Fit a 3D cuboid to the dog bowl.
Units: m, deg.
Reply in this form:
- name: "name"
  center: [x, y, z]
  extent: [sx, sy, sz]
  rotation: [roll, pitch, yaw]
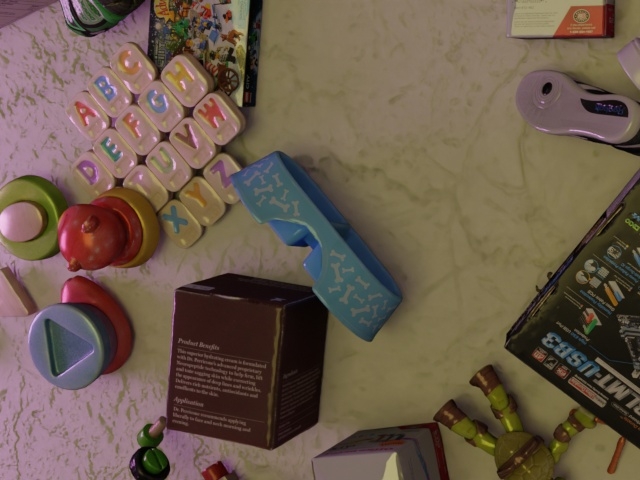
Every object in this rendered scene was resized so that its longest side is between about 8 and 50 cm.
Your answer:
- name: "dog bowl"
  center: [0.000, 0.000, 1.895]
  extent: [0.074, 0.166, 0.297]
  rotation: [-41, 80, 10]

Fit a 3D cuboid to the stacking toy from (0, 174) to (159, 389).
- name: "stacking toy"
  center: [-0.403, 0.056, 2.061]
  extent: [0.280, 0.130, 0.308]
  rotation: [19, 109, 20]

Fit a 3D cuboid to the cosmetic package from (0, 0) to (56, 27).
- name: "cosmetic package"
  center: [-0.564, -0.355, 2.085]
  extent: [0.310, 0.160, 0.113]
  rotation: [-21, 87, 22]

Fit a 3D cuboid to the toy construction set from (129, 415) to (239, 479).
- name: "toy construction set"
  center: [-0.207, 0.472, 2.030]
  extent: [0.309, 0.257, 0.237]
  rotation: [36, 128, -8]

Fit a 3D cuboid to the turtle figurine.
- name: "turtle figurine"
  center: [0.251, 0.287, 1.857]
  extent: [0.217, 0.087, 0.269]
  rotation: [46, 110, 12]

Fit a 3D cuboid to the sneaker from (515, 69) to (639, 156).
- name: "sneaker"
  center: [0.353, -0.151, 1.775]
  extent: [0.217, 0.121, 0.079]
  rotation: [30, 101, 52]

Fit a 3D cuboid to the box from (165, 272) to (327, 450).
- name: "box"
  center: [-0.100, 0.164, 1.945]
  extent: [0.169, 0.167, 0.203]
  rotation: [9, 99, 22]

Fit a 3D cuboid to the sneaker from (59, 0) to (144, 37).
- name: "sneaker"
  center: [-0.383, -0.450, 2.015]
  extent: [0.146, 0.134, 0.343]
  rotation: [-34, 76, 37]

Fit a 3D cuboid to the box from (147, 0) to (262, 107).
- name: "box"
  center: [-0.164, -0.311, 1.985]
  extent: [0.159, 0.044, 0.233]
  rotation: [7, 99, 22]

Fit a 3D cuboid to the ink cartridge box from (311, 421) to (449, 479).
- name: "ink cartridge box"
  center: [0.084, 0.329, 1.882]
  extent: [0.128, 0.176, 0.127]
  rotation: [-9, 93, 23]

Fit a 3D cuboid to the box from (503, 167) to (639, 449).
- name: "box"
  center: [0.432, 0.104, 1.743]
  extent: [0.295, 0.073, 0.293]
  rotation: [36, 109, 3]

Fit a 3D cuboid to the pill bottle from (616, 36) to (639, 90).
- name: "pill bottle"
  center: [0.472, -0.260, 1.686]
  extent: [0.221, 0.124, 0.124]
  rotation: [-38, 81, 22]

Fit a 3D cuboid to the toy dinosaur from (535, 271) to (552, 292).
- name: "toy dinosaur"
  center: [0.348, 0.076, 1.823]
  extent: [0.183, 0.053, 0.092]
  rotation: [-7, 106, 17]

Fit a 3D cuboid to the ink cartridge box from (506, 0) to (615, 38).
- name: "ink cartridge box"
  center: [0.306, -0.344, 1.772]
  extent: [0.128, 0.072, 0.175]
  rotation: [3, 97, 23]

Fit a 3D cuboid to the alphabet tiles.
- name: "alphabet tiles"
  center: [-0.237, -0.134, 2.017]
  extent: [0.284, 0.021, 0.278]
  rotation: [-41, 88, 31]
